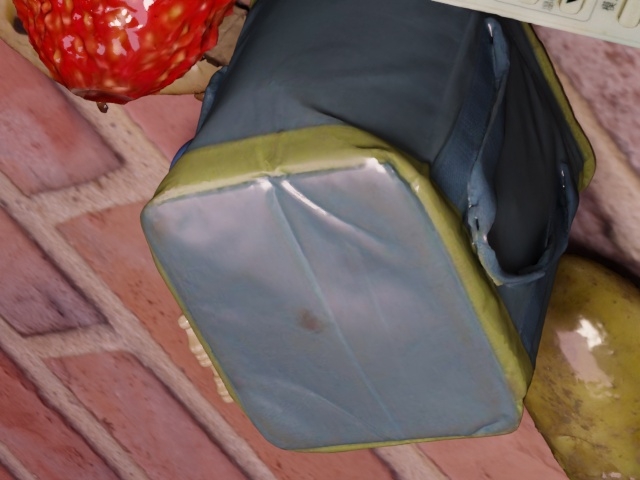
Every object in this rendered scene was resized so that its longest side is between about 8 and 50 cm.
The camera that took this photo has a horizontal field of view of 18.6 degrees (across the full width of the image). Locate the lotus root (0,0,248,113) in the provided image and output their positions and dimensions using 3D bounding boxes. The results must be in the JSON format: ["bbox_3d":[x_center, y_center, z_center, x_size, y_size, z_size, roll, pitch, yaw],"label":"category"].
[{"bbox_3d":[-0.171,-0.175,1.432,0.261,0.074,0.170,36,149,-2],"label":"lotus root"}]

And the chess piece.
[{"bbox_3d":[-0.098,0.101,1.765,0.035,0.035,0.092,-7,124,49],"label":"chess piece"}]

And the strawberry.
[{"bbox_3d":[-0.104,-0.239,1.126,0.261,0.257,0.261,33,156,17],"label":"strawberry"}]

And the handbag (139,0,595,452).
[{"bbox_3d":[0.034,-0.028,1.219,0.222,0.241,0.263,-14,123,28],"label":"handbag"}]

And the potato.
[{"bbox_3d":[0.210,0.104,1.394,0.149,0.113,0.251,4,127,53],"label":"potato"}]

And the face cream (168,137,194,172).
[{"bbox_3d":[0.000,0.000,1.484,0.264,0.083,0.149,29,145,13],"label":"face cream"}]

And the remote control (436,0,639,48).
[{"bbox_3d":[0.162,-0.164,1.030,0.344,0.050,0.145,13,145,-2],"label":"remote control"}]
